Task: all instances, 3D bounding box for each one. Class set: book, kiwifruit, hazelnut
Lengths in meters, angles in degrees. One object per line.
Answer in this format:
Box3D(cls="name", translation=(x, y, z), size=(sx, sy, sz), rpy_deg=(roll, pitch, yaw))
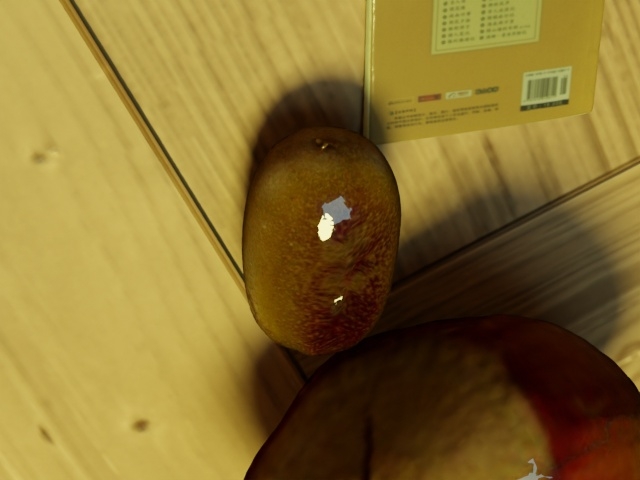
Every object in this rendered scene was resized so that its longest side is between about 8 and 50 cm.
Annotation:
Box3D(cls="book", translation=(0.078, -0.124, 0.858), size=(0.118, 0.012, 0.172), rpy_deg=(-9, 128, -13))
Box3D(cls="kiwifruit", translation=(0.000, 0.000, 0.886), size=(0.075, 0.075, 0.124), rpy_deg=(-9, 132, -13))
Box3D(cls="hazelnut", translation=(0.068, 0.130, 0.933), size=(0.212, 0.181, 0.181), rpy_deg=(-24, 130, 21))
